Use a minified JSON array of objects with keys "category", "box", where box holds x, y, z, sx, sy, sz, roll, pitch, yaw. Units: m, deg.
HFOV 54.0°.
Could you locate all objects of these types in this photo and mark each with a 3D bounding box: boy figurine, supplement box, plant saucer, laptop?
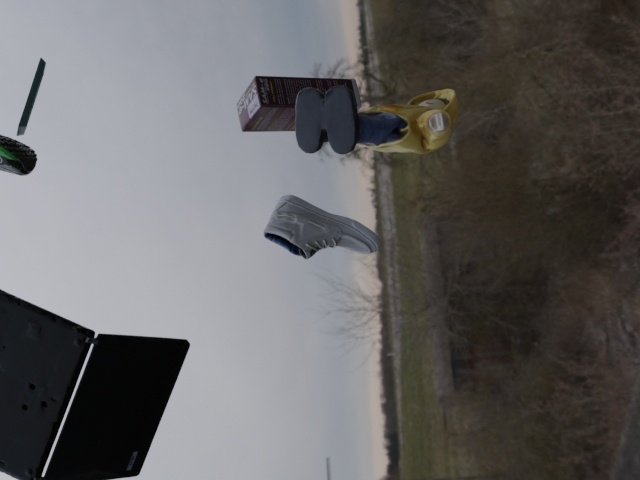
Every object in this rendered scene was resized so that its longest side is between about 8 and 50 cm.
[{"category":"boy figurine","box":[0.106,-0.161,0.847,0.285,0.177,0.092,-13,-74,-42]},{"category":"supplement box","box":[-0.047,-0.296,1.374,0.130,0.240,0.073,-33,66,60]},{"category":"plant saucer","box":[-0.694,-0.344,1.511,0.067,0.018,0.191,-29,50,57]},{"category":"laptop","box":[-0.363,0.208,0.893,0.136,0.265,0.234,-29,-39,-83]}]

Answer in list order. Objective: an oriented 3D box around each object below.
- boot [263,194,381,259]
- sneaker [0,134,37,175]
[{"category":"boot","box":[0.000,0.000,1.426,0.095,0.258,0.123,103,-169,-60]},{"category":"sneaker","box":[-0.802,-0.183,1.435,0.134,0.344,0.146,9,-90,-75]}]
